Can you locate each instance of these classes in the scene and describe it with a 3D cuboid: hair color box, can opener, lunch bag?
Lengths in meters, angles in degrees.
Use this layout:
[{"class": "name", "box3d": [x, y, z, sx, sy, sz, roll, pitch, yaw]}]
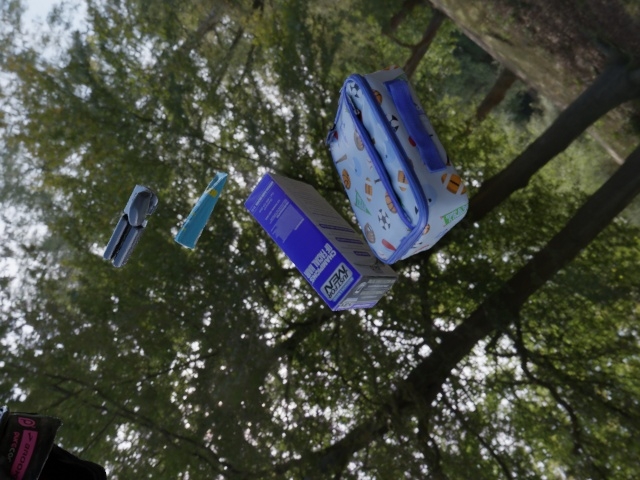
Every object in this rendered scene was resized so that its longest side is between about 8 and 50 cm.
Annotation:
[{"class": "hair color box", "box3d": [0.000, 0.000, 1.081, 0.339, 0.110, 0.185, 47, -160, 27]}, {"class": "can opener", "box3d": [-0.550, -0.034, 1.353, 0.076, 0.283, 0.095, 36, -157, 1]}, {"class": "lunch bag", "box3d": [0.114, -0.129, 0.801, 0.115, 0.243, 0.303, -19, -108, -15]}]

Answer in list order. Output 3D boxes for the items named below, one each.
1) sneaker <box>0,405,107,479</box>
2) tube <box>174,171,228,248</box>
[{"class": "sneaker", "box3d": [-0.443, 0.248, 0.577, 0.483, 0.202, 0.185, 65, -177, -48]}, {"class": "tube", "box3d": [-0.294, -0.079, 1.201, 0.052, 0.207, 0.080, 32, 173, -37]}]
